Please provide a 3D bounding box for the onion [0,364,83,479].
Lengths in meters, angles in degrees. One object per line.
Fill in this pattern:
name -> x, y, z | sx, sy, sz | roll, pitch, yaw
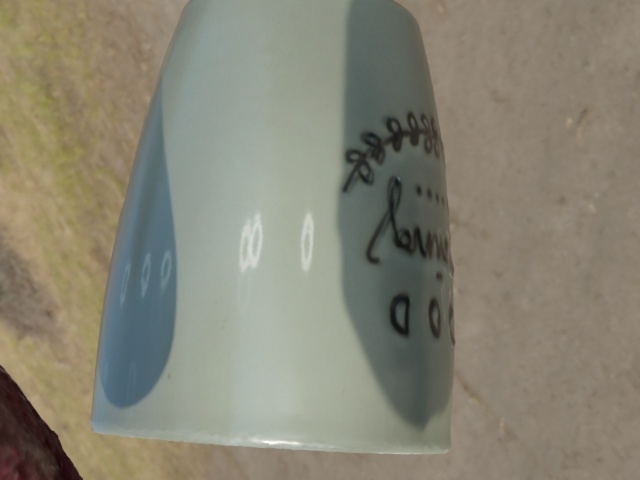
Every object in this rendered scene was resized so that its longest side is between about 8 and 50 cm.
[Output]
onion -> -0.179, 0.085, 0.332 | 0.284, 0.227, 0.120 | 52, 138, -6

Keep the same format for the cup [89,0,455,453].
cup -> 0.000, 0.000, 0.651 | 0.186, 0.234, 0.258 | -1, 168, 29
